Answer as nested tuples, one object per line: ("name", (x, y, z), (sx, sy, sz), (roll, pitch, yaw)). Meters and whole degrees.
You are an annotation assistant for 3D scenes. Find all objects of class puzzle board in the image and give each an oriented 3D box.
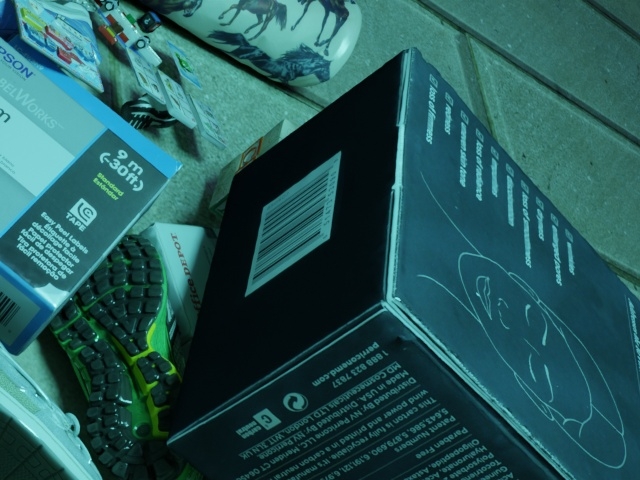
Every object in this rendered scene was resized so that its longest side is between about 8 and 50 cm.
("puzzle board", (-0.304, -0.234, 1.616), (0.128, 0.011, 0.096), (35, 26, -43))

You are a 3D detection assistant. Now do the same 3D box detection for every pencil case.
("pencil case", (-0.126, -0.364, 1.983), (0.410, 0.160, 0.183), (26, 55, -37))

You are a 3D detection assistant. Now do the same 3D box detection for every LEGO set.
("LEGO set", (-0.225, -0.230, 1.814), (0.182, 0.060, 0.244), (34, 24, -50))

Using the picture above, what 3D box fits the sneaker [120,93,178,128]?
("sneaker", (-0.224, -0.171, 1.795), (0.043, 0.040, 0.109), (54, 25, 17))

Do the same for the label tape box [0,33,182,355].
("label tape box", (-0.301, -0.085, 1.455), (0.249, 0.115, 0.347), (40, 46, -5))

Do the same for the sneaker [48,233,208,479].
("sneaker", (-0.203, 0.138, 1.483), (0.146, 0.134, 0.343), (74, -1, -53))

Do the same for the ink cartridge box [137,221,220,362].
("ink cartridge box", (-0.129, 0.067, 1.647), (0.208, 0.087, 0.153), (7, 55, -51))

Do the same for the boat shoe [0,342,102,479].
("boat shoe", (-0.314, 0.143, 1.312), (0.320, 0.118, 0.103), (44, 37, -4))

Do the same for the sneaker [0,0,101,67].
("sneaker", (-0.341, -0.246, 1.666), (0.211, 0.080, 0.081), (-7, 64, -54))

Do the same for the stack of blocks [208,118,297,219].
("stack of blocks", (0.000, 0.000, 1.800), (0.297, 0.171, 0.087), (39, 35, -22))

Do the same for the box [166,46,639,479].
("box", (0.129, 0.135, 1.504), (0.472, 0.297, 0.480), (43, 29, -22))
